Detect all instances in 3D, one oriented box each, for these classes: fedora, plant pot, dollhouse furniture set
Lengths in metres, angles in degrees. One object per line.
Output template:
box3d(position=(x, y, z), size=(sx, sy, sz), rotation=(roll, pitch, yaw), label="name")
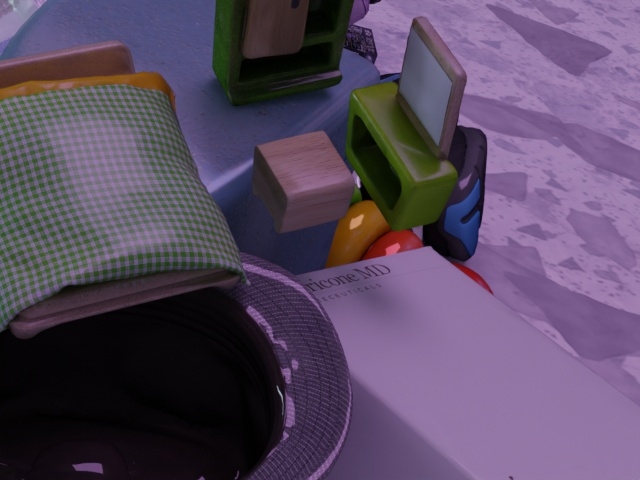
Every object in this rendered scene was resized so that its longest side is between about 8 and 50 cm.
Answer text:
box3d(position=(-0.125, 0.121, 0.997), size=(0.275, 0.124, 0.244), rotation=(-9, 50, -19), label="fedora")
box3d(position=(-0.141, -0.028, 1.198), size=(0.247, 0.248, 0.252), rotation=(26, 37, 13), label="plant pot")
box3d(position=(-0.081, -0.089, 1.009), size=(0.301, 0.151, 0.197), rotation=(-14, 52, -22), label="dollhouse furniture set")

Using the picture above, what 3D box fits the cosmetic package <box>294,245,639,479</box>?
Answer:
box3d(position=(0.112, 0.171, 1.071), size=(0.197, 0.155, 0.365), rotation=(-13, 42, -45), label="cosmetic package")

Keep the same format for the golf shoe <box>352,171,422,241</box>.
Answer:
box3d(position=(0.012, -0.038, 1.469), size=(0.198, 0.094, 0.077), rotation=(28, 29, 20), label="golf shoe")

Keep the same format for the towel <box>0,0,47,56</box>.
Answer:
box3d(position=(-0.349, -0.202, 1.385), size=(0.209, 0.034, 0.285), rotation=(-31, 67, -6), label="towel")

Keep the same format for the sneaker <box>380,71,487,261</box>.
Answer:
box3d(position=(0.078, -0.074, 1.577), size=(0.139, 0.125, 0.341), rotation=(4, 20, -8), label="sneaker")

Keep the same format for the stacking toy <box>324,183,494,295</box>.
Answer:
box3d(position=(0.000, 0.000, 1.367), size=(0.330, 0.141, 0.141), rotation=(34, 29, 16), label="stacking toy")

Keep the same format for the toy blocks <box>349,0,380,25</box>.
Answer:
box3d(position=(-0.137, -0.329, 1.803), size=(0.288, 0.309, 0.260), rotation=(10, 49, 34), label="toy blocks")

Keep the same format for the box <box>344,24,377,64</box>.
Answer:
box3d(position=(0.031, -0.237, 1.943), size=(0.067, 0.018, 0.083), rotation=(14, 27, -12), label="box")
